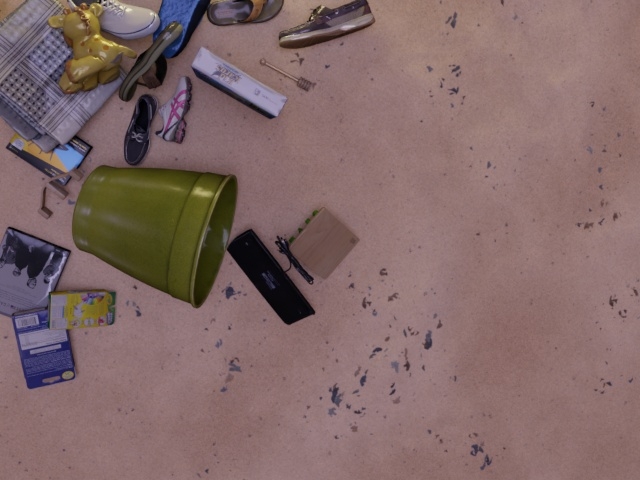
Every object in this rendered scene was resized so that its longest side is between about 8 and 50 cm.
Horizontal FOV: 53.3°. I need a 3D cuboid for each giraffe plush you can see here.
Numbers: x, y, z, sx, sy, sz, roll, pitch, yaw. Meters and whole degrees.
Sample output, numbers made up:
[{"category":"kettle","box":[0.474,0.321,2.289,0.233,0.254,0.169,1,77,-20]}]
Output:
[{"category":"giraffe plush","box":[-0.587,-0.490,1.594,0.210,0.181,0.171,-26,96,35]}]

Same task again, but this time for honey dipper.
[{"category":"honey dipper","box":[-0.100,-0.473,1.819,0.160,0.030,0.030,25,94,-9]}]

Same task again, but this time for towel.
[{"category":"towel","box":[-0.712,-0.432,1.650,0.324,0.056,0.312,-49,120,-11]}]

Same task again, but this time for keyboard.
[{"category":"keyboard","box":[-0.119,0.097,1.860,0.201,0.033,0.317,-27,106,34]}]

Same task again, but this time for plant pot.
[{"category":"plant pot","box":[-0.443,-0.044,1.693,0.352,0.366,0.367,16,96,1]}]

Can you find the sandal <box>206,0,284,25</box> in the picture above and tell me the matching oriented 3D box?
[{"category":"sandal","box":[-0.206,-0.645,1.759,0.219,0.060,0.090,-11,100,-7]}]

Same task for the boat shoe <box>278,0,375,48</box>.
[{"category":"boat shoe","box":[0.011,-0.609,1.782,0.285,0.103,0.092,-18,96,-9]}]

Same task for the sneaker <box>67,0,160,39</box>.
[{"category":"sneaker","box":[-0.542,-0.585,1.648,0.258,0.091,0.094,11,73,15]}]

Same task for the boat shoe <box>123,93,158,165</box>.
[{"category":"boat shoe","box":[-0.503,-0.303,1.754,0.075,0.065,0.206,20,102,0]}]

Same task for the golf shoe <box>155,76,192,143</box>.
[{"category":"golf shoe","box":[-0.405,-0.366,1.769,0.085,0.067,0.186,13,97,-9]}]

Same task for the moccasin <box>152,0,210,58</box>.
[{"category":"moccasin","box":[-0.361,-0.656,1.709,0.137,0.117,0.342,31,97,-7]}]

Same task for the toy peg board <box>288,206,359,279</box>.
[{"category":"toy peg board","box":[0.000,0.000,1.893,0.160,0.079,0.161,40,92,-28]}]

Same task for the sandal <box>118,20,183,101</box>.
[{"category":"sandal","box":[-0.435,-0.445,1.658,0.086,0.302,0.120,36,47,-25]}]

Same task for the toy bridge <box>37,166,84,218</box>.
[{"category":"toy bridge","box":[-0.719,-0.139,1.739,0.063,0.026,0.188,41,116,-15]}]

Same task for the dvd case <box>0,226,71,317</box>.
[{"category":"dvd case","box":[-0.834,0.105,1.796,0.179,0.029,0.239,24,95,-11]}]

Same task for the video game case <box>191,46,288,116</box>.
[{"category":"video game case","box":[-0.215,-0.407,1.688,0.244,0.269,0.061,28,95,-11]}]

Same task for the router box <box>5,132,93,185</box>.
[{"category":"router box","box":[-0.739,-0.254,1.746,0.179,0.046,0.133,35,92,-13]}]

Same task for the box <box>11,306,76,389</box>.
[{"category":"box","box":[-0.781,0.301,1.810,0.136,0.036,0.225,-10,105,-21]}]

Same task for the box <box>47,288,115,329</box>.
[{"category":"box","box":[-0.672,0.193,1.802,0.179,0.043,0.105,1,99,-33]}]
